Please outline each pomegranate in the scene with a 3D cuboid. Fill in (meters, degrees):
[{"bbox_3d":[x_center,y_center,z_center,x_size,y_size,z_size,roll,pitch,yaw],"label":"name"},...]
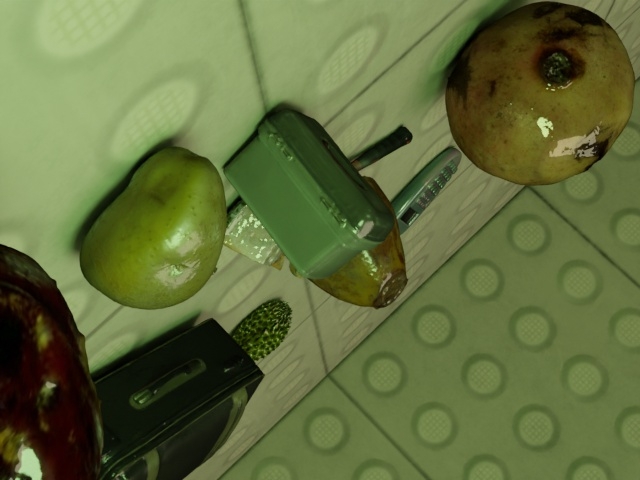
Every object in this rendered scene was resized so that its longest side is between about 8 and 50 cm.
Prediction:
[{"bbox_3d":[0.374,-0.247,1.631,0.322,0.322,0.322,-42,166,-13],"label":"pomegranate"}]

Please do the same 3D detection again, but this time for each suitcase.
[{"bbox_3d":[-0.289,0.307,1.550,0.434,0.194,0.283,-30,160,-50],"label":"suitcase"}]

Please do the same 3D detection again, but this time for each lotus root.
[{"bbox_3d":[0.075,0.013,1.597,0.188,0.180,0.199,-7,138,-51],"label":"lotus root"}]

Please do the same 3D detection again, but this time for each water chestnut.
[{"bbox_3d":[-0.331,0.131,0.752,0.335,0.335,0.347,-50,-155,19],"label":"water chestnut"}]

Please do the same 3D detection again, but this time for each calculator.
[{"bbox_3d":[0.212,-0.090,2.163,0.299,0.041,0.185,-49,166,6],"label":"calculator"}]

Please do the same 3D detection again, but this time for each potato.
[{"bbox_3d":[-0.178,-0.014,1.075,0.194,0.157,0.157,-63,162,16],"label":"potato"}]

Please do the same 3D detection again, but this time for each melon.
[{"bbox_3d":[-0.092,-0.021,1.383,0.140,0.093,0.202,-22,150,-41],"label":"melon"}]

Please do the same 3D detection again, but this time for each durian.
[{"bbox_3d":[-0.130,0.196,1.940,0.215,0.086,0.100,-42,180,-23],"label":"durian"}]

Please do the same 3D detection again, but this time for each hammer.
[{"bbox_3d":[0.066,-0.131,1.638,0.288,0.033,0.111,-34,162,-38],"label":"hammer"}]

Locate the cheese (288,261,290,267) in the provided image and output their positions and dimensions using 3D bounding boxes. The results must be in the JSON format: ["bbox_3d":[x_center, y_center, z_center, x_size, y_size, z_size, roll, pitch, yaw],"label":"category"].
[{"bbox_3d":[0.009,-0.013,1.794,0.191,0.042,0.105,-39,166,-28],"label":"cheese"}]

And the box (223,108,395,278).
[{"bbox_3d":[-0.015,-0.059,1.251,0.129,0.210,0.148,-40,168,13],"label":"box"}]

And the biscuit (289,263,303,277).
[{"bbox_3d":[0.000,0.000,1.704,0.234,0.030,0.153,16,104,-55],"label":"biscuit"}]
